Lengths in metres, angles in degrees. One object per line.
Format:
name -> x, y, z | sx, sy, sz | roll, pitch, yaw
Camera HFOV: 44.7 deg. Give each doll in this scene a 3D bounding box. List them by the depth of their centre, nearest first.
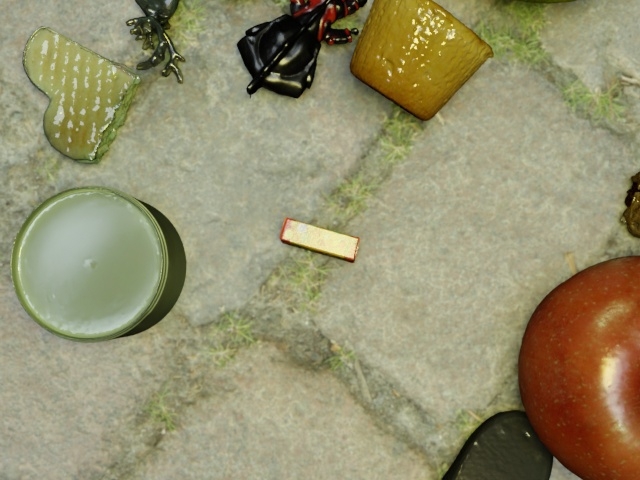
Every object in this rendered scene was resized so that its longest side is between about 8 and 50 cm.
doll -> -0.033, -0.316, 1.221 | 0.127, 0.088, 0.249 | 31, 77, 23

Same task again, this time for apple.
apple -> 0.451, 0.189, 1.077 | 0.348, 0.277, 0.349 | 0, 86, 1

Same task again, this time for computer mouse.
computer mouse -> 0.245, 0.379, 1.149 | 0.137, 0.086, 0.270 | 32, 67, 11

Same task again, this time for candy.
candy -> 0.000, 0.000, 1.205 | 0.122, 0.062, 0.038 | 16, 85, 2

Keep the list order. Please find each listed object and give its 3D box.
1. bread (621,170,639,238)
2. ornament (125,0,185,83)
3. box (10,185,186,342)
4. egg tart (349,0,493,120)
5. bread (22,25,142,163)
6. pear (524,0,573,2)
bread -> 0.503, -0.060, 1.192 | 0.060, 0.082, 0.113 | 14, 83, 4
ornament -> -0.199, -0.359, 1.227 | 0.202, 0.080, 0.236 | 19, 84, 5
box -> -0.327, 0.036, 1.165 | 0.226, 0.149, 0.226 | 0, 86, 2
egg tart -> 0.137, -0.278, 1.171 | 0.202, 0.202, 0.147 | 34, 102, 3
bread -> -0.367, -0.238, 1.226 | 0.172, 0.064, 0.232 | -21, 88, -1
pear -> 0.297, -0.529, 1.089 | 0.391, 0.391, 0.391 | 0, 86, 1
